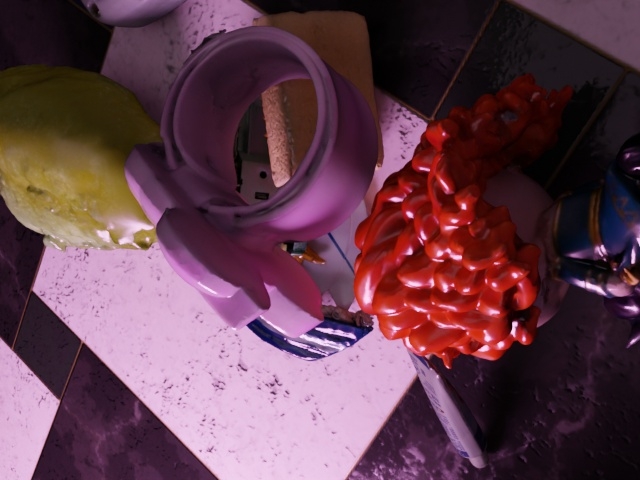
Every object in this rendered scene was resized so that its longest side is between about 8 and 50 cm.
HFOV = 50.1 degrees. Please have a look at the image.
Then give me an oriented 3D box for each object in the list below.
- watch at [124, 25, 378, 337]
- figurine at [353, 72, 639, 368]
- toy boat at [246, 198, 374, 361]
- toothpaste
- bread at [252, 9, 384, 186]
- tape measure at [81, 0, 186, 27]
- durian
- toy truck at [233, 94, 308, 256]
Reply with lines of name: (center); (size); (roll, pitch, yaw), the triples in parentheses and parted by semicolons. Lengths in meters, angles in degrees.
watch: (-0.052, -0.070, 0.637); (0.217, 0.211, 0.248); (-48, 64, 12)
figurine: (0.226, 0.001, 0.602); (0.412, 0.306, 0.241); (3, 73, 19)
toy boat: (0.000, 0.000, 0.869); (0.221, 0.067, 0.291); (25, 100, 30)
toothpaste: (0.145, 0.188, 0.755); (0.062, 0.037, 0.216); (38, 164, 55)
bread: (-0.001, -0.162, 0.773); (0.068, 0.126, 0.188); (-4, 95, 65)
tape measure: (-0.245, -0.419, 0.877); (0.243, 0.125, 0.246); (-34, 81, 33)
durian: (-0.326, -0.114, 0.966); (0.340, 0.204, 0.255); (6, 118, 22)
toy truck: (-0.091, -0.097, 0.840); (0.135, 0.128, 0.259); (-173, 87, -66)
